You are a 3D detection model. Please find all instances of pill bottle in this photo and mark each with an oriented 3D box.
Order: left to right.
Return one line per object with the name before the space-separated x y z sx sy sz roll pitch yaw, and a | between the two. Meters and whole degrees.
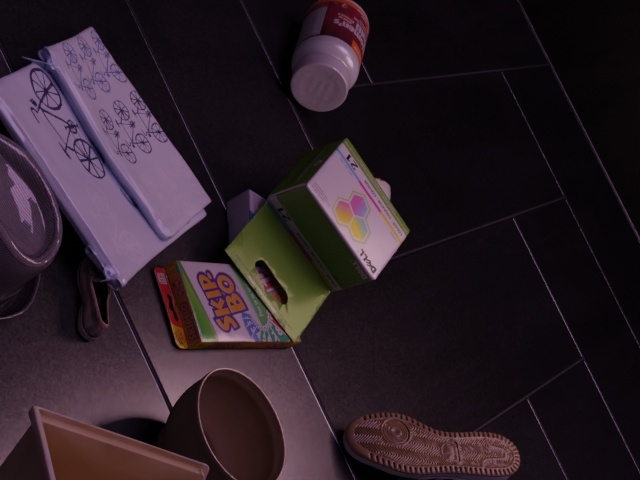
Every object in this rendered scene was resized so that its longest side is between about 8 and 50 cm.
pill bottle | 0.014 -0.330 2.540 0.121 0.121 0.221 46 33 -25

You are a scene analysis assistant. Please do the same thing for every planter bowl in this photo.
planter bowl | -0.138 0.256 1.820 0.162 0.109 0.162 38 36 -35

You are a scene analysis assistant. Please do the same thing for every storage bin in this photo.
storage bin | -0.205 0.340 1.517 0.260 0.123 0.262 25 23 -35

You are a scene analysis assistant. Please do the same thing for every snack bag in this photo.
snack bag | -0.294 -0.123 1.938 0.323 0.037 0.342 57 23 -7

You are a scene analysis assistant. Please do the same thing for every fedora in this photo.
fedora | -0.399 -0.044 1.655 0.275 0.124 0.244 59 29 -4

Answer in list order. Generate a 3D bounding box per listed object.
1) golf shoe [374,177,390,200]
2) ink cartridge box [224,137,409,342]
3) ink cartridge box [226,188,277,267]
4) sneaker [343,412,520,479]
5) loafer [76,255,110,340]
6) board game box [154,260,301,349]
golf shoe | 0.036 -0.037 2.340 0.306 0.115 0.140 4 65 -55
ink cartridge box | 0.000 0.000 2.140 0.189 0.097 0.255 55 45 -18
ink cartridge box | -0.083 -0.009 2.187 0.122 0.052 0.088 31 42 -39
sneaker | 0.151 0.352 2.218 0.282 0.153 0.099 11 53 -16
loafer | -0.283 0.068 1.825 0.045 0.039 0.125 31 41 -40
board game box | -0.130 0.094 2.049 0.259 0.039 0.124 3 62 -53
